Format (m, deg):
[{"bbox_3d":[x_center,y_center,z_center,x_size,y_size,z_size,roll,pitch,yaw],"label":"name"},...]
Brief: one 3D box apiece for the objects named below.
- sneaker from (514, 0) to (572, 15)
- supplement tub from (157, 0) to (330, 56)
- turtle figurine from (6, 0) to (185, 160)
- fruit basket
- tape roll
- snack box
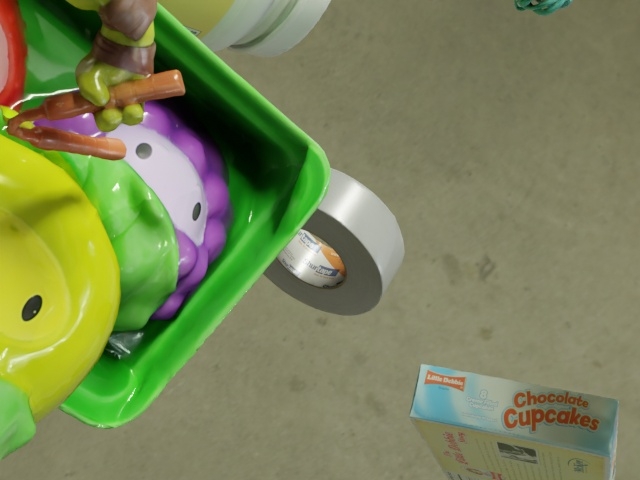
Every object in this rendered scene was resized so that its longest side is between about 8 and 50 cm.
[{"bbox_3d":[0.170,-0.231,0.760,0.275,0.107,0.110,-22,108,-39],"label":"sneaker"},{"bbox_3d":[-0.160,-0.303,0.845,0.331,0.241,0.241,11,62,-36],"label":"supplement tub"},{"bbox_3d":[-0.071,-0.115,0.340,0.217,0.269,0.087,-1,62,21],"label":"turtle figurine"},{"bbox_3d":[-0.187,-0.034,0.551,0.392,0.392,0.283,40,91,-5],"label":"fruit basket"},{"bbox_3d":[0.000,0.000,1.289,0.219,0.219,0.072,38,57,-6],"label":"tape roll"},{"bbox_3d":[0.214,0.222,1.023,0.187,0.322,0.060,8,67,19],"label":"snack box"}]
